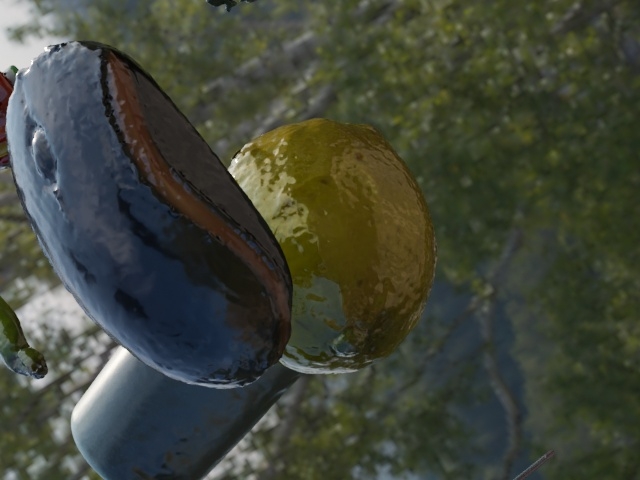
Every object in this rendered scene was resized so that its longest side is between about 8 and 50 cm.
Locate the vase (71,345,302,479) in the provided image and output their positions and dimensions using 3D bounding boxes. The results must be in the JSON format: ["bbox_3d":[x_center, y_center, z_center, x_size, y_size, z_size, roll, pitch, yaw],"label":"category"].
[{"bbox_3d":[-0.147,0.167,1.771,0.245,0.291,0.245,36,-166,-11],"label":"vase"}]

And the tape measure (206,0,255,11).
[{"bbox_3d":[-0.086,-0.375,1.403,0.231,0.245,0.149,49,-168,18],"label":"tape measure"}]

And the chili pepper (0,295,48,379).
[{"bbox_3d":[-0.231,0.030,0.990,0.208,0.049,0.043,59,171,36],"label":"chili pepper"}]

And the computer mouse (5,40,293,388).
[{"bbox_3d":[-0.150,-0.016,1.190,0.323,0.183,0.116,52,-139,8],"label":"computer mouse"}]

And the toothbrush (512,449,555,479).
[{"bbox_3d":[0.138,0.182,1.082,0.008,0.097,0.006,59,155,-6],"label":"toothbrush"}]

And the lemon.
[{"bbox_3d":[0.000,0.000,1.578,0.245,0.245,0.319,63,-171,-47],"label":"lemon"}]

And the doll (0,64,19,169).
[{"bbox_3d":[-0.465,-0.060,1.676,0.160,0.363,0.182,43,175,-2],"label":"doll"}]
